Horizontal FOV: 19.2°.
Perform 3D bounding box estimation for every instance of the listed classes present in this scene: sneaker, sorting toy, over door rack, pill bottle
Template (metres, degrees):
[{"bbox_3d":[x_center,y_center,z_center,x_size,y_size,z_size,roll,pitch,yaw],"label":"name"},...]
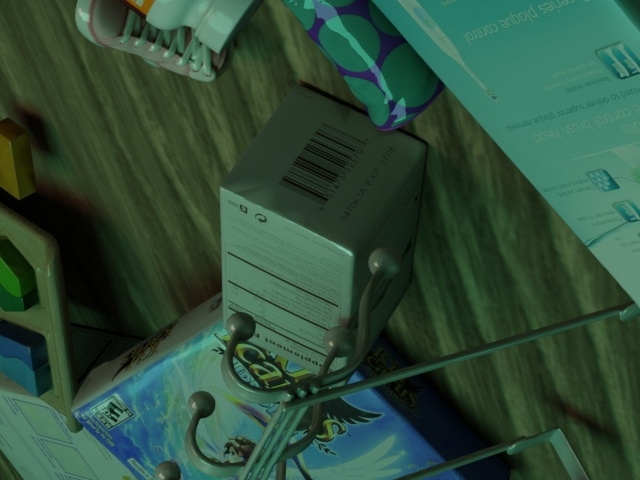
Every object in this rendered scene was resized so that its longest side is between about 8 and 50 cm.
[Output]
[{"bbox_3d":[-0.101,-0.139,1.233,0.070,0.051,0.134,15,176,25],"label":"sneaker"},{"bbox_3d":[-0.293,0.007,1.621,0.229,0.041,0.307,34,141,35],"label":"sorting toy"},{"bbox_3d":[0.063,0.102,1.256,0.324,0.108,0.239,-4,151,-19],"label":"over door rack"},{"bbox_3d":[-0.104,-0.186,1.165,0.152,0.086,0.086,37,151,-1],"label":"pill bottle"}]

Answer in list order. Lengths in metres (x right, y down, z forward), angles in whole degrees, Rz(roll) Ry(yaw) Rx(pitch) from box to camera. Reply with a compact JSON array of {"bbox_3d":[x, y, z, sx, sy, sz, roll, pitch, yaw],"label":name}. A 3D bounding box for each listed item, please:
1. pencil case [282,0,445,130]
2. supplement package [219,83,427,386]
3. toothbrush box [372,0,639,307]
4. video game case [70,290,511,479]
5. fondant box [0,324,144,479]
[{"bbox_3d":[0.014,-0.137,1.130,0.070,0.064,0.151,-28,113,34],"label":"pencil case"},{"bbox_3d":[0.000,0.000,1.304,0.105,0.105,0.179,26,150,14],"label":"supplement package"},{"bbox_3d":[0.158,-0.132,0.831,0.295,0.216,0.126,48,149,-19],"label":"toothbrush box"},{"bbox_3d":[-0.025,0.163,1.522,0.244,0.061,0.269,-33,110,33],"label":"video game case"},{"bbox_3d":[-0.166,0.199,1.785,0.330,0.096,0.238,9,141,41],"label":"fondant box"}]
